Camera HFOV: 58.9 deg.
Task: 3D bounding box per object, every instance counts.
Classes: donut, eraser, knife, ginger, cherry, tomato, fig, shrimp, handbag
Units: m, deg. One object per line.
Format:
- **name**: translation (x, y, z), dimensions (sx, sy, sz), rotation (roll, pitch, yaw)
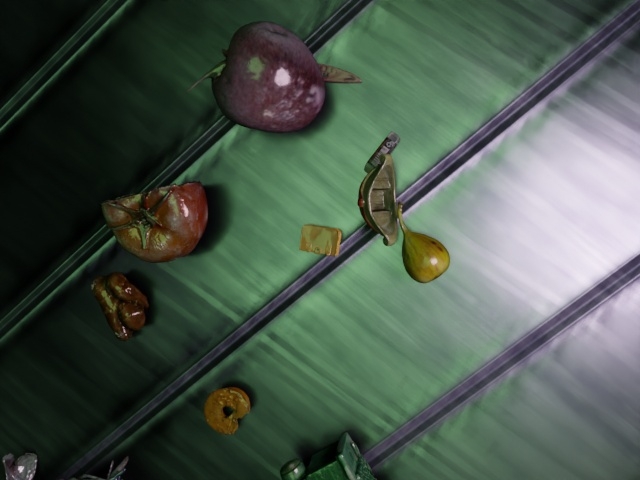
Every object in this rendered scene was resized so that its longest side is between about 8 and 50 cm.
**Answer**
- **donut**: translation (-0.205, 0.369, 1.253), dimensions (0.097, 0.043, 0.108), rotation (41, 100, 6)
- **eraser**: translation (0.127, -0.180, 1.177), dimensions (0.027, 0.019, 0.099), rotation (41, 99, 21)
- **knife**: translation (-0.033, -0.362, 1.203), dimensions (0.247, 0.018, 0.035), rotation (10, 92, 7)
- **ginger**: translation (-0.441, 0.141, 1.276), dimensions (0.103, 0.073, 0.162), rotation (-22, 94, 25)
- **cherry**: translation (-0.110, -0.317, 1.124), dimensions (0.266, 0.183, 0.213), rotation (17, 140, -22)
- **tomato**: translation (-0.336, -0.032, 1.196), dimensions (0.214, 0.181, 0.155), rotation (-14, 96, 15)
- **fig**: translation (0.198, 0.005, 1.148), dimensions (0.093, 0.093, 0.166), rotation (-27, 70, 11)
- **shrimp**: translation (-0.552, 0.561, 1.252), dimensions (0.411, 0.221, 0.166), rotation (-8, 68, 24)
- **handbag**: translation (0.000, 0.000, 1.206), dimensions (0.083, 0.027, 0.061), rotation (8, 94, 13)

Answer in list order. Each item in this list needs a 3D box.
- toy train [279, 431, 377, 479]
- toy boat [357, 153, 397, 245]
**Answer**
- **toy train**: translation (0.029, 0.558, 1.167), dimensions (0.202, 0.145, 0.266), rotation (-30, 87, 7)
- **toy boat**: translation (0.119, -0.081, 1.148), dimensions (0.071, 0.089, 0.185), rotation (3, 98, 55)
